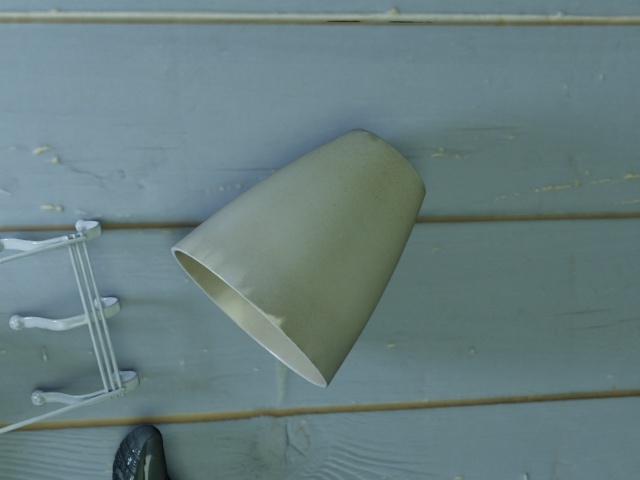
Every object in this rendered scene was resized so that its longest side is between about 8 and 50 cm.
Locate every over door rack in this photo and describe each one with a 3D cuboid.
[{"bbox_3d":[-0.406,0.127,1.282,0.324,0.108,0.240,-21,109,-30],"label":"over door rack"}]

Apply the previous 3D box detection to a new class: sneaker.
[{"bbox_3d":[-0.220,0.382,1.419,0.130,0.109,0.286,-4,112,-19],"label":"sneaker"}]

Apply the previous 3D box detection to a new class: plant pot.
[{"bbox_3d":[0.000,0.000,1.295,0.274,0.256,0.256,-47,108,-13],"label":"plant pot"}]
